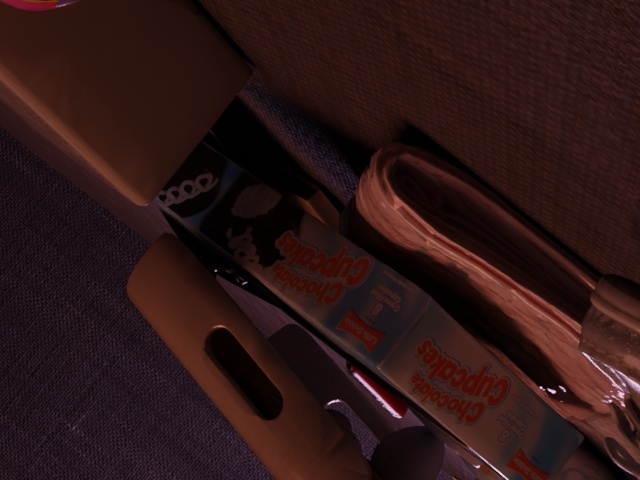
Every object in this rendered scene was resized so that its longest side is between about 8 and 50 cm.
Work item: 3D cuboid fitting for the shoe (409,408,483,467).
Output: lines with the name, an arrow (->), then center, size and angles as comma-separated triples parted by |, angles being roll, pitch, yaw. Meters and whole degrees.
shoe -> 0.094, 0.087, 1.451 | 0.063, 0.081, 0.178 | 39, -171, -38

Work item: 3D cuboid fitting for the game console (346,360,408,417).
game console -> 0.038, 0.094, 1.954 | 0.085, 0.124, 0.144 | 4, 157, 27

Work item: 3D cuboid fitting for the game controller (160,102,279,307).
game controller -> -0.092, -0.044, 1.600 | 0.166, 0.067, 0.319 | 37, 165, 36

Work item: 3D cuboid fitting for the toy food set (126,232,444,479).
toy food set -> -0.003, 0.112, 1.382 | 0.220, 0.092, 0.306 | 49, -179, 21

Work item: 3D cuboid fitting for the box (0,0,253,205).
box -> -0.190, -0.165, 1.222 | 0.148, 0.121, 0.311 | 34, 172, 38

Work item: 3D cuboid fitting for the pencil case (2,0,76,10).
pencil case -> -0.132, -0.173, 0.980 | 0.104, 0.104, 0.236 | 40, 172, -10

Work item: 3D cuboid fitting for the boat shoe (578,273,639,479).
boat shoe -> 0.231, 0.131, 1.018 | 0.320, 0.103, 0.118 | 42, 173, -37

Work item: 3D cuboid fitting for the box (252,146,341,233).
box -> 0.000, 0.000, 1.669 | 0.164, 0.021, 0.201 | 29, 162, 51

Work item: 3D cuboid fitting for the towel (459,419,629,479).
towel -> 0.239, 0.240, 1.545 | 0.374, 0.090, 0.320 | 40, -177, -41

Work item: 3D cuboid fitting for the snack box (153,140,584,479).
snack box -> 0.018, 0.043, 1.327 | 0.187, 0.060, 0.322 | 41, 176, -39

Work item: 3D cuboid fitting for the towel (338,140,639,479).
towel -> 0.145, 0.064, 1.270 | 0.317, 0.053, 0.332 | 39, 173, 1

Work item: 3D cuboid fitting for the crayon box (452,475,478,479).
crayon box -> 0.285, 0.304, 2.021 | 0.203, 0.083, 0.323 | 41, 173, -18
